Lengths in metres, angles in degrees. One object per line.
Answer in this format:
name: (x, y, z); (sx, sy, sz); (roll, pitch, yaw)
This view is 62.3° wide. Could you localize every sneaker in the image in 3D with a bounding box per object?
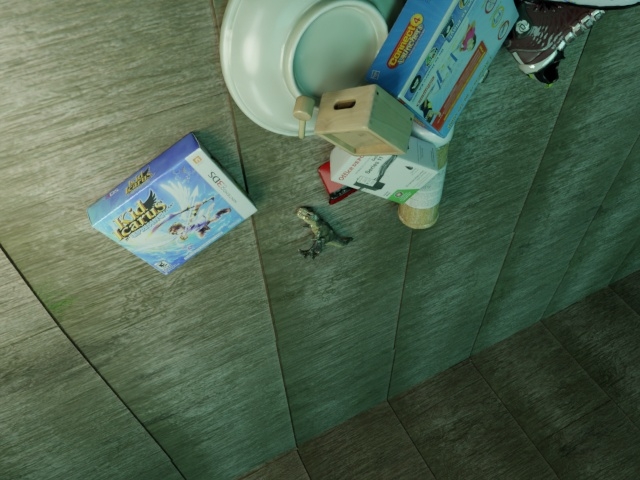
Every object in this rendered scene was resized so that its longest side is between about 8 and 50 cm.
sneaker: (0.522, -0.524, 1.176); (0.163, 0.106, 0.281); (37, 113, -17)
sneaker: (0.575, -0.485, 1.306); (0.084, 0.097, 0.234); (-29, 144, -7)

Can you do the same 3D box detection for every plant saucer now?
plant saucer: (0.017, -0.359, 0.995); (0.401, 0.100, 0.400); (-20, 137, -19)

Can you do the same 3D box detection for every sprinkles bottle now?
sprinkles bottle: (0.272, -0.184, 1.397); (0.121, 0.121, 0.355); (-23, 143, -14)

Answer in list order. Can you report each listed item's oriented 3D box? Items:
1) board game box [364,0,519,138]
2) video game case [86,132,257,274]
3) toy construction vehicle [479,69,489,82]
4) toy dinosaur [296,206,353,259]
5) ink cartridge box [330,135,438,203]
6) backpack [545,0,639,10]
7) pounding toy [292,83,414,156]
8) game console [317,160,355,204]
board game box: (0.254, -0.392, 1.062); (0.308, 0.086, 0.302); (-60, 153, 11)
video game case: (-0.308, -0.066, 1.141); (0.270, 0.061, 0.244); (-36, 143, 3)
toy construction vehicle: (0.368, -0.421, 1.281); (0.086, 0.035, 0.098); (4, 128, -26)
toy dinosaur: (0.000, 0.000, 1.456); (0.118, 0.064, 0.268); (-47, 146, 6)
ink cartridge box: (0.145, -0.182, 1.240); (0.209, 0.086, 0.153); (15, 147, -21)
backpack: (0.526, -0.552, 0.975); (0.290, 0.355, 0.273); (-24, 142, -12)
pounding toy: (0.037, -0.234, 0.971); (0.206, 0.181, 0.094); (21, 79, -46)
game console: (0.070, -0.168, 1.353); (0.144, 0.085, 0.124); (-29, 175, -6)
